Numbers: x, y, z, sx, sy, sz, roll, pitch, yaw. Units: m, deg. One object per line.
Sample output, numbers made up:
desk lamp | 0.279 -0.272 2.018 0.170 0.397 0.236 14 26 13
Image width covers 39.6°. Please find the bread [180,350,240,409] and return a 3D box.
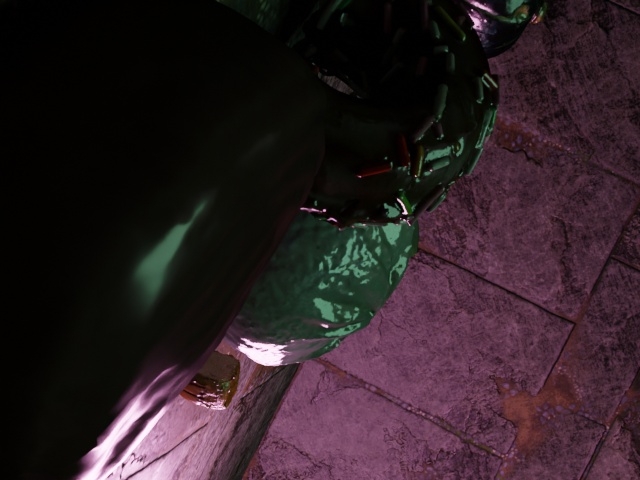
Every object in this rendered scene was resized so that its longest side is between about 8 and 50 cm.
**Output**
bread | -0.166 0.208 1.324 0.077 0.083 0.070 -57 162 -61

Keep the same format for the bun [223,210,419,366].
bun | 0.000 0.000 1.110 0.362 0.211 0.362 -51 -176 5

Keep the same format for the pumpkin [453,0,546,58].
pumpkin | 0.334 -0.498 1.731 0.315 0.238 0.315 24 90 -87

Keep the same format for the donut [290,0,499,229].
donut | 0.059 -0.156 0.935 0.345 0.259 0.136 -57 177 -34

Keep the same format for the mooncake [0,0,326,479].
mooncake | -0.126 0.002 0.563 0.334 0.174 0.326 -64 175 -1
